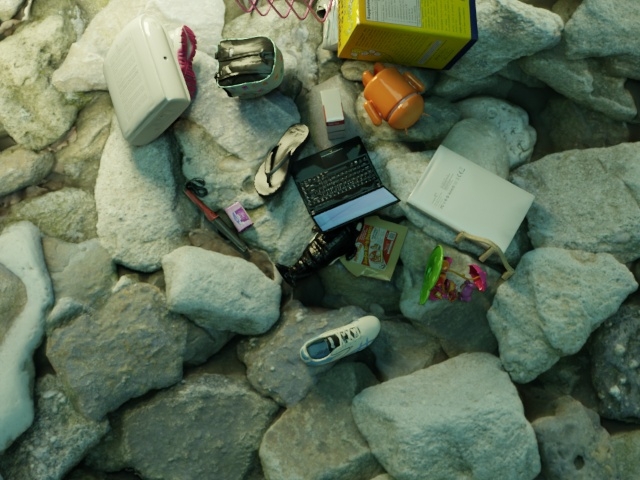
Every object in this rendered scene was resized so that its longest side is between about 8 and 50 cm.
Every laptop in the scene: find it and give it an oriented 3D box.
[{"bbox_3d":[0.059,-0.163,1.691,0.234,0.136,0.264,-23,78,-5],"label":"laptop"}]

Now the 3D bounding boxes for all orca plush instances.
[{"bbox_3d":[0.000,0.000,1.659,0.287,0.102,0.151,-27,63,-3],"label":"orca plush"}]

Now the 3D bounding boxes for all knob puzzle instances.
[{"bbox_3d":[0.130,0.018,1.702,0.213,0.030,0.213,-4,65,8],"label":"knob puzzle"}]

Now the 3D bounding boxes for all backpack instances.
[{"bbox_3d":[-0.197,-0.506,1.761,0.188,0.144,0.166,-7,75,23],"label":"backpack"}]

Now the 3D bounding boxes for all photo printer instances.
[{"bbox_3d":[-0.508,-0.466,1.723,0.256,0.107,0.307,-31,74,39],"label":"photo printer"}]

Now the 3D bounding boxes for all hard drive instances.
[{"bbox_3d":[0.428,-0.115,1.726,0.307,0.040,0.203,31,80,7],"label":"hard drive"}]

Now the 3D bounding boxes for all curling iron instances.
[{"bbox_3d":[-0.299,-0.075,1.729,0.068,0.035,0.274,-38,79,-7],"label":"curling iron"}]

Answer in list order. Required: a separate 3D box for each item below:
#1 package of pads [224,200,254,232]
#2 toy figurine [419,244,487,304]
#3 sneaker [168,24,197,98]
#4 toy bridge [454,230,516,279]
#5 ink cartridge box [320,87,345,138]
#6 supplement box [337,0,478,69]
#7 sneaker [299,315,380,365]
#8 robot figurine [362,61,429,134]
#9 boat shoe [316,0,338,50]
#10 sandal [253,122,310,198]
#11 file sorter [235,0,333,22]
[{"bbox_3d":[-0.233,-0.067,1.728,0.050,0.032,0.083,-34,79,-5],"label":"package of pads"},{"bbox_3d":[0.374,0.116,1.651,0.159,0.130,0.173,16,100,-5],"label":"toy figurine"},{"bbox_3d":[-0.441,-0.511,1.801,0.111,0.103,0.252,2,84,22],"label":"sneaker"},{"bbox_3d":[0.467,0.034,1.672,0.188,0.063,0.026,38,41,2],"label":"toy bridge"},{"bbox_3d":[0.038,-0.363,1.738,0.056,0.135,0.099,-9,77,2],"label":"ink cartridge box"},{"bbox_3d":[0.242,-0.633,1.723,0.357,0.195,0.194,3,78,-14],"label":"supplement box"},{"bbox_3d":[0.057,0.272,1.623,0.237,0.086,0.085,-24,77,-6],"label":"sneaker"},{"bbox_3d":[0.212,-0.412,1.752,0.158,0.128,0.219,-31,76,-41],"label":"robot figurine"},{"bbox_3d":[0.029,-0.705,1.839,0.088,0.096,0.267,-4,86,-5],"label":"boat shoe"},{"bbox_3d":[-0.121,-0.238,1.742,0.097,0.054,0.254,20,75,24],"label":"sandal"},{"bbox_3d":[-0.115,-0.766,1.754,0.291,0.202,0.182,17,82,26],"label":"file sorter"}]
